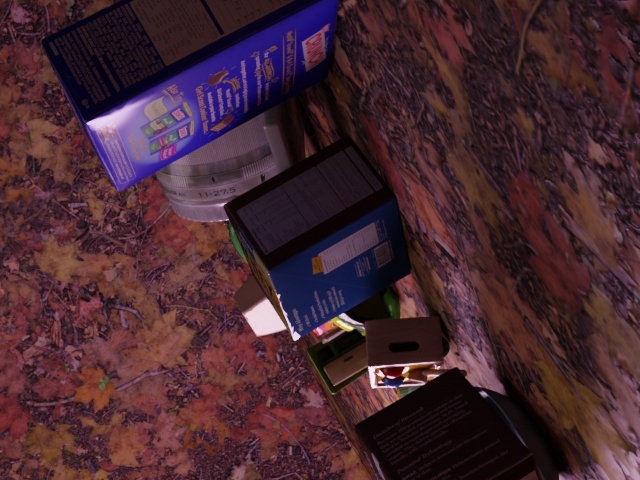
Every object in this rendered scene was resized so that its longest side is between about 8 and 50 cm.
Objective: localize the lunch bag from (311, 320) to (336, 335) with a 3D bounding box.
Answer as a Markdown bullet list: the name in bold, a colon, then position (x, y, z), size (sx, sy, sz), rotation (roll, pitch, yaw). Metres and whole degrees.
- **lunch bag**: position (-0.049, 0.050, 2.403), size (0.293, 0.120, 0.258), rotation (60, 172, -6)

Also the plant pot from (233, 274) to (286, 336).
- **plant pot**: position (-0.117, 0.133, 2.412), size (0.109, 0.096, 0.109), rotation (61, 176, -34)

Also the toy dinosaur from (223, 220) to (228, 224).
- **toy dinosaur**: position (-0.140, -0.039, 2.677), size (0.200, 0.127, 0.296), rotation (57, 180, -33)

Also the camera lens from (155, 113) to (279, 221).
- **camera lens**: position (-0.167, -0.195, 1.794), size (0.219, 0.219, 0.274), rotation (-133, 27, -58)

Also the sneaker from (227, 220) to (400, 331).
- **sneaker**: position (0.001, 0.030, 1.895), size (0.343, 0.134, 0.146), rotation (35, 168, -18)

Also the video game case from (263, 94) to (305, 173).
- **video game case**: position (-0.051, -0.175, 1.685), size (0.227, 0.026, 0.206), rotation (71, -168, -55)

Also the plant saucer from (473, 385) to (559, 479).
- **plant saucer**: position (0.267, 0.269, 1.537), size (0.195, 0.037, 0.195), rotation (57, 171, 14)

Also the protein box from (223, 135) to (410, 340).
- **protein box**: position (0.000, 0.000, 1.645), size (0.136, 0.201, 0.200), rotation (55, 170, 33)

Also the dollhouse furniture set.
- **dollhouse furniture set**: position (0.117, 0.282, 2.086), size (0.302, 0.151, 0.197), rotation (59, 172, 8)

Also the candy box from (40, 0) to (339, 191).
- **candy box**: position (-0.143, -0.213, 1.376), size (0.122, 0.317, 0.268), rotation (60, 171, 11)

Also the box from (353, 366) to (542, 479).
- **box**: position (0.176, 0.313, 1.519), size (0.203, 0.167, 0.169), rotation (49, 166, 54)

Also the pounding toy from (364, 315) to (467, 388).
- **pounding toy**: position (0.140, 0.175, 1.708), size (0.130, 0.141, 0.100), rotation (78, -171, -65)
